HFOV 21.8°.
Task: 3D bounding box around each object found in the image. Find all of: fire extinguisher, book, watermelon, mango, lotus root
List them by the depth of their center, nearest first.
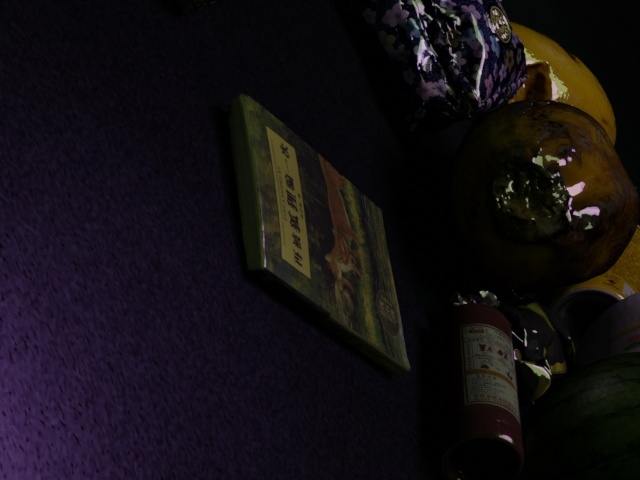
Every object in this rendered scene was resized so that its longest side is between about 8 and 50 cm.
[{"bbox_3d":[0.000,0.000,1.310,0.228,0.024,0.160,40,35,-51],"label":"book"},{"bbox_3d":[0.281,0.213,1.445,0.242,0.242,0.242,51,25,-34],"label":"watermelon"},{"bbox_3d":[0.144,0.121,1.448,0.099,0.071,0.231,35,31,-21],"label":"fire extinguisher"},{"bbox_3d":[0.227,-0.045,1.679,0.397,0.179,0.195,-5,85,-77],"label":"lotus root"},{"bbox_3d":[0.262,-0.173,2.005,0.262,0.130,0.167,31,36,-49],"label":"mango"}]

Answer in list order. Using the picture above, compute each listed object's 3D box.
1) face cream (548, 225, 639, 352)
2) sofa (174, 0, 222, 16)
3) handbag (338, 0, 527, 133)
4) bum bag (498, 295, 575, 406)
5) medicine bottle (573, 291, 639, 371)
[{"bbox_3d":[0.336,0.046,1.965,0.105,0.105,0.348,62,21,-9],"label":"face cream"},{"bbox_3d":[-0.087,-0.227,1.301,0.118,0.060,0.039,-88,153,-52],"label":"sofa"},{"bbox_3d":[0.123,-0.223,1.721,0.229,0.127,0.207,-28,95,-60],"label":"handbag"},{"bbox_3d":[0.205,0.105,1.637,0.106,0.060,0.232,66,15,5],"label":"bum bag"},{"bbox_3d":[0.365,0.191,1.679,0.238,0.238,0.232,60,21,-15],"label":"medicine bottle"}]
